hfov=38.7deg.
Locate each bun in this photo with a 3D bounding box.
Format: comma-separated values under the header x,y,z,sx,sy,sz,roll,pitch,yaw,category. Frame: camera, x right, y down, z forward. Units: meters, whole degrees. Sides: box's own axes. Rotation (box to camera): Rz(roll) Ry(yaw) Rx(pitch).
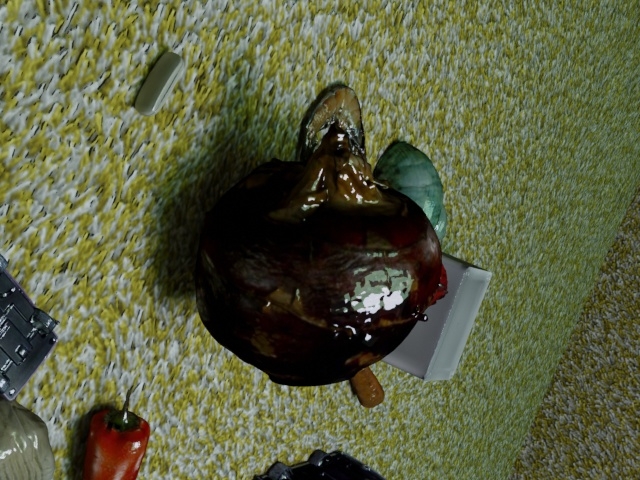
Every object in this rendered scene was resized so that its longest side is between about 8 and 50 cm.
x,y,z,sx,sy,sz,roll,pitch,yaw,category
-0.372,0.233,0.983,0.173,0.113,0.166,-50,153,21,bun

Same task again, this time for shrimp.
x,y,z,sx,sy,sz,roll,pitch,yaw,category
0.023,-0.142,1.433,0.148,0.035,0.195,-49,138,-33,shrimp

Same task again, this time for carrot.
x,y,z,sx,sy,sz,roll,pitch,yaw,category
0.072,0.251,1.767,0.057,0.057,0.224,-53,144,-22,carrot

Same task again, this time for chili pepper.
x,y,z,sx,sy,sz,roll,pitch,yaw,category
-0.266,0.264,1.199,0.084,0.086,0.192,5,118,-29,chili pepper

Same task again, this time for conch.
x,y,z,sx,sy,sz,roll,pitch,yaw,category
0.165,-0.065,1.635,0.188,0.122,0.176,76,22,-51,conch

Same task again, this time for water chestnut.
x,y,z,sx,sy,sz,roll,pitch,yaw,category
0.000,0.000,1.207,0.335,0.335,0.347,-27,129,-48,water chestnut

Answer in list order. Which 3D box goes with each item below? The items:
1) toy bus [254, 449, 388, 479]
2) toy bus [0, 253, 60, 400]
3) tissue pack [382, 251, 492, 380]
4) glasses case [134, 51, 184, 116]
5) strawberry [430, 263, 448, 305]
x,y,z,sx,sy,sz,roll,pitch,yaw,category
-0.007,0.516,1.723,0.305,0.143,0.179,3,110,-59,toy bus
-0.352,0.069,0.913,0.096,0.108,0.199,-56,151,-26,toy bus
0.226,0.147,1.854,0.159,0.136,0.246,15,97,-60,tissue pack
-0.190,-0.184,1.074,0.083,0.032,0.021,-62,153,-9,glasses case
0.099,0.081,1.585,0.253,0.150,0.280,-32,163,22,strawberry
